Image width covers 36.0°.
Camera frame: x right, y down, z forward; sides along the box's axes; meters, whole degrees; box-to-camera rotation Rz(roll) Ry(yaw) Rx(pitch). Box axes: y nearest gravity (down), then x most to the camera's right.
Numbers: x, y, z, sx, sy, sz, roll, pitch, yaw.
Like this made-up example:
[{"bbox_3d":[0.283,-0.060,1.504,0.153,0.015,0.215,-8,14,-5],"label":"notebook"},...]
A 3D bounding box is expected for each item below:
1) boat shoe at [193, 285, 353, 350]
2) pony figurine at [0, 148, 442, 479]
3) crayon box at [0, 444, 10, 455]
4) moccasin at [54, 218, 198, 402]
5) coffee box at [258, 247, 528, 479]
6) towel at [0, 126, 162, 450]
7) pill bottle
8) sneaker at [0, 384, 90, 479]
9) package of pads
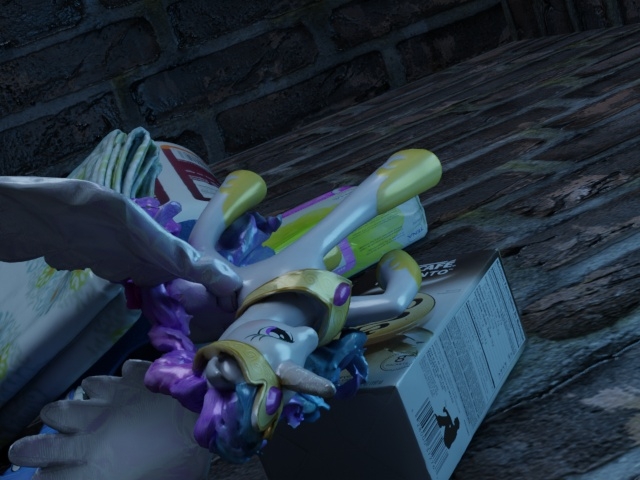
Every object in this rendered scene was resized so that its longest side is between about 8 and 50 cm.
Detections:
[{"bbox_3d":[-0.080,0.155,1.118,0.306,0.105,0.113,-29,19,-11],"label":"boat shoe"},{"bbox_3d":[-0.091,0.048,0.816,0.351,0.302,0.363,-4,23,27],"label":"pony figurine"},{"bbox_3d":[-0.626,0.250,1.373,0.313,0.106,0.363,-11,8,-25],"label":"crayon box"},{"bbox_3d":[-0.206,0.101,1.203,0.342,0.137,0.117,-44,-34,25],"label":"moccasin"},{"bbox_3d":[0.075,0.126,0.971,0.168,0.118,0.297,-12,16,31],"label":"coffee box"},{"bbox_3d":[-0.332,0.062,1.186,0.374,0.090,0.320,-42,30,24],"label":"towel"},{"bbox_3d":[-0.212,0.016,1.454,0.224,0.224,0.392,-22,30,-10],"label":"pill bottle"},{"bbox_3d":[-0.287,0.249,0.987,0.147,0.129,0.330,-17,14,0],"label":"sneaker"},{"bbox_3d":[0.000,0.000,1.607,0.297,0.101,0.229,-27,15,-25],"label":"package of pads"}]
